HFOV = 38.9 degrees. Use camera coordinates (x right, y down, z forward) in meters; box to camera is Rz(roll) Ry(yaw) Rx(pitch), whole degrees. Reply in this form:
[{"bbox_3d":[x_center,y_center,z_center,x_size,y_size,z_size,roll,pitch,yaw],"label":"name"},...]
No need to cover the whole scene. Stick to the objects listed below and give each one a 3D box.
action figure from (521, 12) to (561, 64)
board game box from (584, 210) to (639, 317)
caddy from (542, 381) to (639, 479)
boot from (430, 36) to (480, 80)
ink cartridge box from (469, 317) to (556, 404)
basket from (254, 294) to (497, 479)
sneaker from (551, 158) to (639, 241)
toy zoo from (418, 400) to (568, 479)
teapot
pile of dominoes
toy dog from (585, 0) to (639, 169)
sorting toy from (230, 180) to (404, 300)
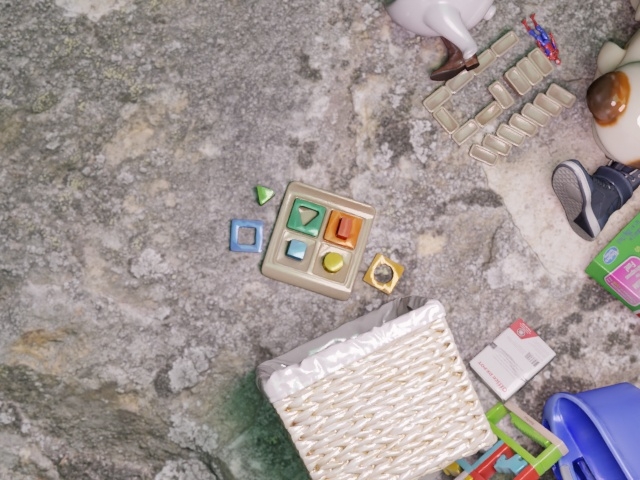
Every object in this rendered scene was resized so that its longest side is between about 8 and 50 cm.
[{"bbox_3d":[0.452,-0.404,1.833,0.038,0.030,0.115,-34,90,-12],"label":"action figure"},{"bbox_3d":[0.710,0.075,1.732,0.242,0.064,0.316,-43,73,-16],"label":"board game box"},{"bbox_3d":[0.522,0.423,1.625,0.179,0.241,0.341,-14,56,-17],"label":"caddy"},{"bbox_3d":[0.250,-0.380,1.802,0.107,0.037,0.114,-18,71,-5],"label":"boot"},{"bbox_3d":[0.366,0.232,1.736,0.135,0.056,0.099,-40,69,-7],"label":"ink cartridge box"},{"bbox_3d":[0.082,0.279,1.586,0.331,0.328,0.266,-24,89,-7],"label":"basket"},{"bbox_3d":[0.533,-0.121,1.736,0.163,0.226,0.086,-45,50,-7],"label":"sneaker"},{"bbox_3d":[0.286,0.429,1.659,0.293,0.192,0.030,-40,116,-8],"label":"toy zoo"},{"bbox_3d":[0.257,-0.489,1.732,0.187,0.252,0.256,29,94,-15],"label":"teapot"},{"bbox_3d":[0.359,-0.279,1.820,0.251,0.040,0.196,-39,89,1],"label":"pile of dominoes"},{"bbox_3d":[0.660,-0.298,1.669,0.285,0.395,0.408,40,74,-9],"label":"toy dog"},{"bbox_3d":[0.000,0.000,1.744,0.348,0.047,0.195,18,83,-3],"label":"sorting toy"}]
